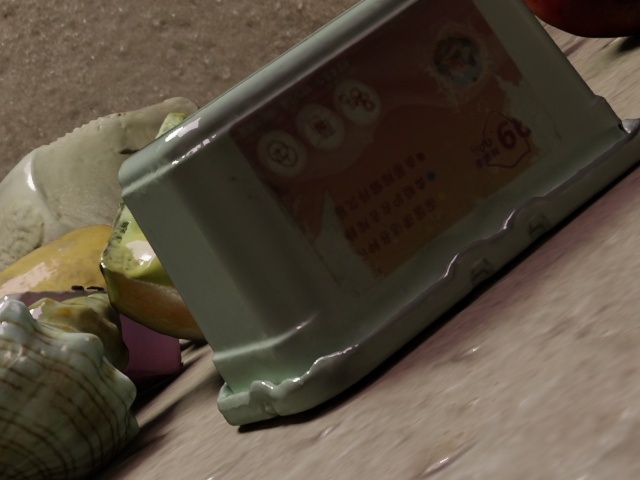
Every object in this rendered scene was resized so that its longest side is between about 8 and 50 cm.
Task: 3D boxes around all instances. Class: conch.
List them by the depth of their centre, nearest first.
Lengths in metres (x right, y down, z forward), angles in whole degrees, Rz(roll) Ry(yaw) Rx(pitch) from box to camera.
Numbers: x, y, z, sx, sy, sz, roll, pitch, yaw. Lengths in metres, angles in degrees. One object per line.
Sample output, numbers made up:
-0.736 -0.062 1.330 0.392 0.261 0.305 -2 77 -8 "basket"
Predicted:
-0.260 0.146 1.207 0.386 0.169 0.203 -35 -24 -42 "conch"

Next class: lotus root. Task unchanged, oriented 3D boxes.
-0.292 0.082 1.909 0.343 0.151 0.169 -36 -6 -28 "lotus root"

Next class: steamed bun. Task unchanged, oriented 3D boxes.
-0.273 -0.021 2.254 0.247 0.236 0.383 -42 -7 38 "steamed bun"

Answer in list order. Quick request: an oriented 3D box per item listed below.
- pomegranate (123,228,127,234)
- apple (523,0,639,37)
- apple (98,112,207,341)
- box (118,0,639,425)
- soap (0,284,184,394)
-0.132 0.029 1.562 0.169 0.148 0.148 -39 4 20 "pomegranate"
0.278 -0.296 1.598 0.234 0.234 0.234 -33 6 4 "apple"
-0.067 0.010 1.341 0.265 0.193 0.120 -77 4 -57 "apple"
0.030 -0.045 1.055 0.312 0.182 0.175 -38 7 -25 "box"
-0.272 0.127 1.467 0.259 0.081 0.181 -30 -22 35 "soap"
